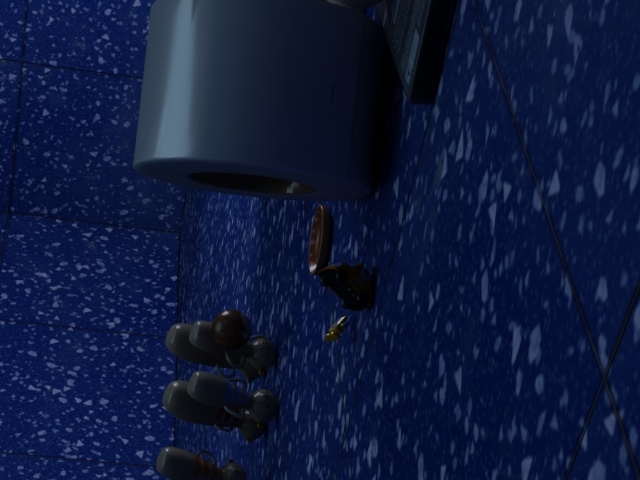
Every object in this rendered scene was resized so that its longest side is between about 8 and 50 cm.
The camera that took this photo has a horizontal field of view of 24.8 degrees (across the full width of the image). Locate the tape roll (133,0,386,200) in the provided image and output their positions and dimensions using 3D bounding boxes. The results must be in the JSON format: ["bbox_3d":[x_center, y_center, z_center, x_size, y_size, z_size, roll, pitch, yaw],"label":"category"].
[{"bbox_3d":[-0.060,-0.139,1.476,0.246,0.246,0.169,156,121,-79],"label":"tape roll"}]

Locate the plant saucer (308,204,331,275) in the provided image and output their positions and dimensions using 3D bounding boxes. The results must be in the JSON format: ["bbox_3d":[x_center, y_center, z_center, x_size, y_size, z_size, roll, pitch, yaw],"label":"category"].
[{"bbox_3d":[0.000,0.000,1.721,0.083,0.013,0.083,-174,90,-80],"label":"plant saucer"}]

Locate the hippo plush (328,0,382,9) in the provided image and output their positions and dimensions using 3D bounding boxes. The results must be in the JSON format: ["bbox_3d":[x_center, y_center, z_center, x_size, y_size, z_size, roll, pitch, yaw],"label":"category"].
[{"bbox_3d":[-0.037,-0.376,1.371,0.234,0.236,0.294,110,164,-55],"label":"hippo plush"}]

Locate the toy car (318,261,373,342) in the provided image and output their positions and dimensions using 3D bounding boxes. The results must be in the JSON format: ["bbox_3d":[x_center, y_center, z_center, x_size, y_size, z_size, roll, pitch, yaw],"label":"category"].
[{"bbox_3d":[0.019,0.053,1.451,0.040,0.060,0.122,-52,0,-29],"label":"toy car"}]

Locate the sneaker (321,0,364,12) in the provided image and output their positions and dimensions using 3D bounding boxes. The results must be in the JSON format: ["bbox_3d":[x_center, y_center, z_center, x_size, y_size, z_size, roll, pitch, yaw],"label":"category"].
[{"bbox_3d":[0.008,-0.355,1.703,0.163,0.086,0.226,-155,71,-78],"label":"sneaker"}]

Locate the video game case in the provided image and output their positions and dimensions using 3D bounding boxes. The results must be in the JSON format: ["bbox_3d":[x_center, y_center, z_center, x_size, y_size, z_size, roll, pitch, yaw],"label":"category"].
[{"bbox_3d":[0.090,-0.266,1.329,0.274,0.026,0.196,-99,18,-62],"label":"video game case"}]

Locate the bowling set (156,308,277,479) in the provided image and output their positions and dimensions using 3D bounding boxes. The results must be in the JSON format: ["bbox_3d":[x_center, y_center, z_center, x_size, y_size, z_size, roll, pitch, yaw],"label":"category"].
[{"bbox_3d":[-0.111,0.194,1.976,0.200,0.154,0.287,-49,29,40],"label":"bowling set"}]
